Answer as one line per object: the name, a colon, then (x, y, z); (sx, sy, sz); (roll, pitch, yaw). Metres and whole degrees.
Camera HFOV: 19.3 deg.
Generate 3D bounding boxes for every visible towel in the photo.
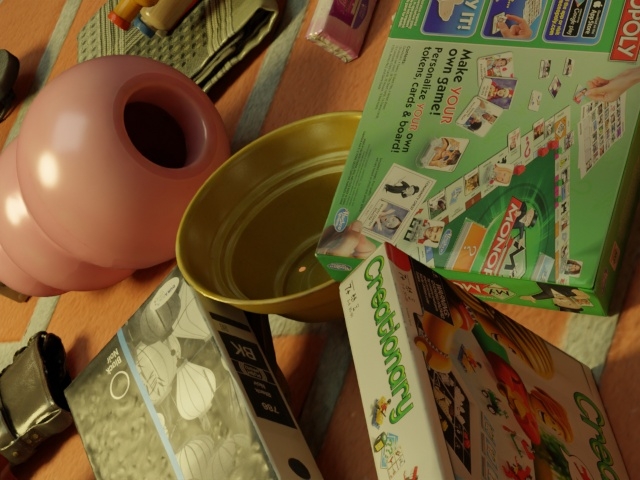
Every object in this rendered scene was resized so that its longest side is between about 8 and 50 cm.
towel: (-0.157, -0.227, 2.058); (0.312, 0.056, 0.324); (-40, 32, 24)

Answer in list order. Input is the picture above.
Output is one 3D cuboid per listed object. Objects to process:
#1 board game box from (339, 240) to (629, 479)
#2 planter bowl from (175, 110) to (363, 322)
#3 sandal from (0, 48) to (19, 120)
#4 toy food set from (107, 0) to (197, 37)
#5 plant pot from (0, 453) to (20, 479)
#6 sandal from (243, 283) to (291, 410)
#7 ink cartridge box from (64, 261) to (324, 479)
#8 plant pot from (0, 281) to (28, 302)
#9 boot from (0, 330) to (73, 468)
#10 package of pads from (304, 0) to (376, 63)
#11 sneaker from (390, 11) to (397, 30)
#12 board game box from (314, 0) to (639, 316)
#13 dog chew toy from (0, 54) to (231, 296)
board game box: (0.116, 0.151, 1.128); (0.053, 0.193, 0.305); (-44, 33, 24)
planter bowl: (0.000, 0.000, 1.519); (0.217, 0.090, 0.217); (-17, 40, 15)
sandal: (-0.434, -0.182, 2.432); (0.097, 0.054, 0.254); (-61, 19, -20)
toy food set: (-0.184, -0.283, 1.982); (0.104, 0.111, 0.232); (-50, 32, 7)
plant pot: (-0.374, 0.319, 1.670); (0.265, 0.272, 0.272); (-45, 31, 8)
sandal: (-0.060, 0.133, 1.542); (0.090, 0.060, 0.219); (-29, 48, 34)
ink cartridge box: (-0.086, 0.188, 1.451); (0.165, 0.065, 0.333); (-47, 47, 19)
plant pot: (-0.352, 0.007, 2.073); (0.109, 0.109, 0.096); (-53, 42, 9)
boot: (-0.342, 0.181, 1.925); (0.229, 0.091, 0.263); (-48, 35, 8)
package of pads: (0.021, -0.213, 1.757); (0.032, 0.050, 0.083); (-11, 54, 53)
sneaker: (0.128, -0.128, 1.496); (0.095, 0.090, 0.235); (-41, 41, 15)
board game box: (0.142, -0.106, 1.380); (0.213, 0.046, 0.317); (8, 65, 25)
dog chew toy: (-0.230, -0.043, 1.844); (0.332, 0.206, 0.207); (-35, 36, 49)
